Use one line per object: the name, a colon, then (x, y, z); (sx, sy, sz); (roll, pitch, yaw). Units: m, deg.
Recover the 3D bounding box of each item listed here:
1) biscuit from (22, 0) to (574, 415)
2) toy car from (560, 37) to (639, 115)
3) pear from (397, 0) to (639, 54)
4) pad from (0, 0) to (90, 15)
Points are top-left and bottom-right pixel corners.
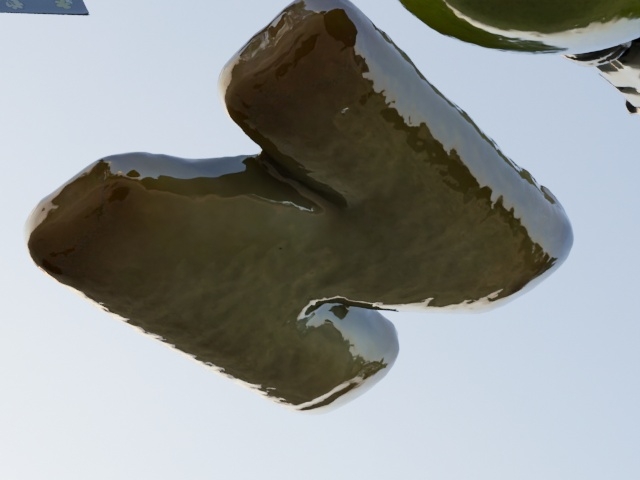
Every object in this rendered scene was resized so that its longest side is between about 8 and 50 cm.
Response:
biscuit: (0.000, 0.000, 0.791); (0.237, 0.062, 0.290); (-34, -42, 16)
toy car: (0.248, -0.232, 1.174); (0.166, 0.314, 0.198); (-48, -42, 9)
pear: (0.103, -0.180, 0.590); (0.180, 0.216, 0.166); (-19, -49, 32)
pad: (-0.383, -0.337, 1.605); (0.170, 0.245, 0.006); (-2, -49, -26)
